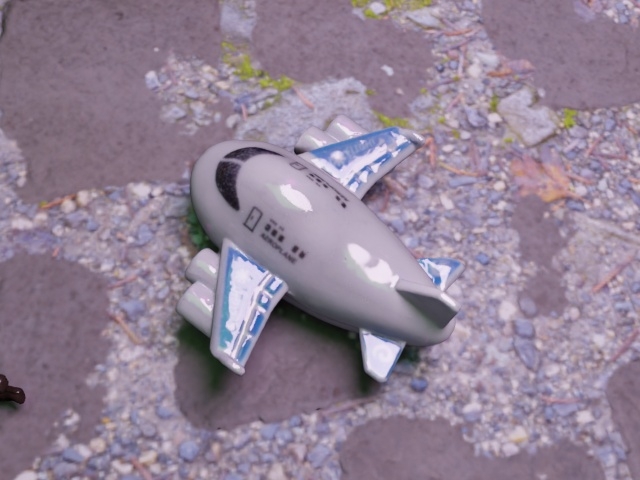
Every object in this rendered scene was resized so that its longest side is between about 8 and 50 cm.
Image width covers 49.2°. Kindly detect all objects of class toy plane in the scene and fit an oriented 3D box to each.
[{"bbox_3d":[-0.001,0.002,0.596,0.266,0.123,0.267,1,66,-2],"label":"toy plane"}]

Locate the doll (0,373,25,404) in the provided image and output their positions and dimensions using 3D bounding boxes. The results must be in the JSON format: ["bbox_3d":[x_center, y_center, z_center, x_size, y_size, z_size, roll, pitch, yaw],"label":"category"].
[{"bbox_3d":[-0.342,0.135,0.554,0.165,0.057,0.139,28,72,12],"label":"doll"}]
